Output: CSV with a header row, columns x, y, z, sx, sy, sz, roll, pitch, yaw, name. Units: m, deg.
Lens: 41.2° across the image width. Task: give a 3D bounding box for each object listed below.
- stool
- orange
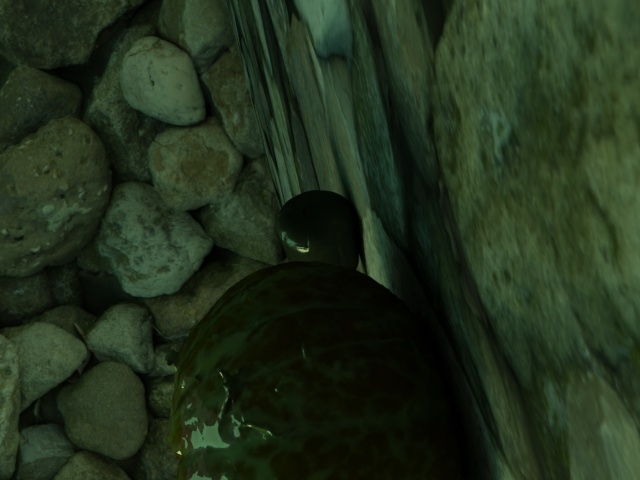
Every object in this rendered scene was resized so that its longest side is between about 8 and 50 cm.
x,y,z,sx,sy,sz,roll,pitch,yaw,name
0.000,0.000,1.043,0.096,0.096,0.110,-110,3,-46,stool
-0.007,0.181,0.769,0.329,0.249,0.329,173,90,-82,orange
